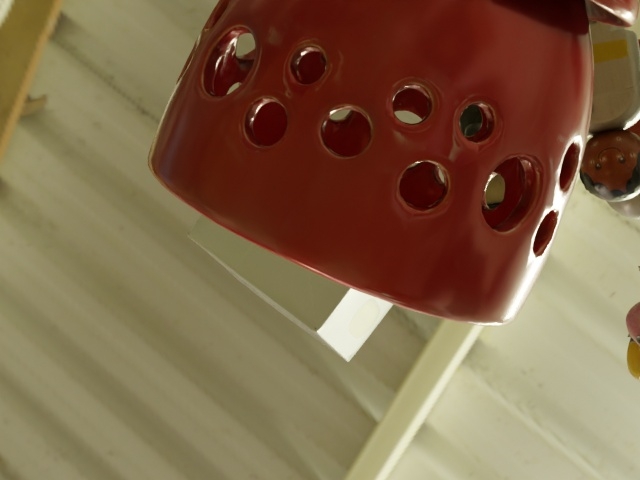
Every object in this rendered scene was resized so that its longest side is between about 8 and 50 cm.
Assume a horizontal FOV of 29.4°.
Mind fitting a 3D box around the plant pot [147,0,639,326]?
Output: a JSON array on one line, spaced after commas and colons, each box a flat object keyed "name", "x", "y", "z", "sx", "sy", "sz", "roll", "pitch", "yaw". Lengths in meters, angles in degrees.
[{"name": "plant pot", "x": 0.036, "y": -0.077, "z": 0.561, "sx": 0.191, "sy": 0.191, "sz": 0.174, "roll": 26, "pitch": -79, "yaw": 25}]

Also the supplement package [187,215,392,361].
[{"name": "supplement package", "x": 0.000, "y": 0.000, "z": 1.502, "sx": 0.198, "sy": 0.263, "sz": 0.199, "roll": 36, "pitch": -95, "yaw": 15}]

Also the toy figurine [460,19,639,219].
[{"name": "toy figurine", "x": 0.219, "y": -0.085, "z": 0.896, "sx": 0.209, "sy": 0.213, "sz": 0.148, "roll": -14, "pitch": -97, "yaw": 62}]

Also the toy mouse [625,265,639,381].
[{"name": "toy mouse", "x": 0.283, "y": 0.108, "z": 1.039, "sx": 0.031, "sy": 0.143, "sz": 0.161, "roll": -10, "pitch": -72, "yaw": 8}]
